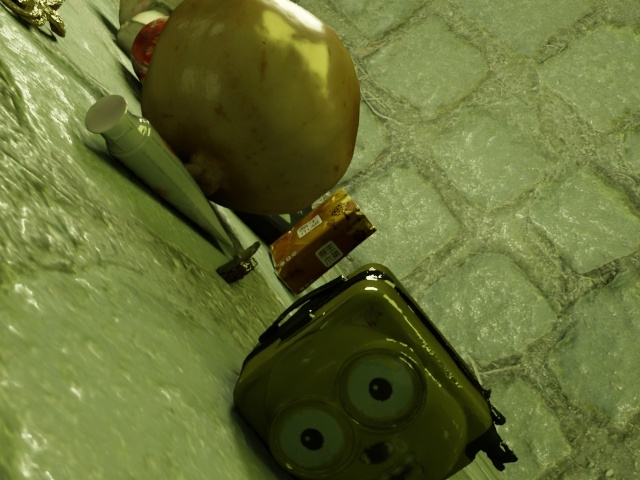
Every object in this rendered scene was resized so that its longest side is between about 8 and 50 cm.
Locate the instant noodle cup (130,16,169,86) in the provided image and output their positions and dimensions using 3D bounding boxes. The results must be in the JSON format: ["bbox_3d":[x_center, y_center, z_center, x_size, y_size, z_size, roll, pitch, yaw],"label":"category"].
[{"bbox_3d":[-0.334,-0.421,1.493,0.192,0.250,0.250,42,-5,47],"label":"instant noodle cup"}]

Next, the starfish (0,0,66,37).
[{"bbox_3d":[-0.448,-0.377,0.948,0.150,0.053,0.210,47,4,17],"label":"starfish"}]

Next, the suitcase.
[{"bbox_3d":[0.047,0.157,0.598,0.234,0.194,0.143,50,13,-6],"label":"suitcase"}]

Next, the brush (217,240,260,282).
[{"bbox_3d":[-0.121,0.033,0.998,0.036,0.043,0.248,58,2,-3],"label":"brush"}]

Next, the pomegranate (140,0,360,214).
[{"bbox_3d":[-0.126,-0.223,1.099,0.411,0.412,0.411,51,3,-4],"label":"pomegranate"}]

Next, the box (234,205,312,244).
[{"bbox_3d":[-0.130,-0.121,1.585,0.359,0.091,0.350,42,22,-38],"label":"box"}]

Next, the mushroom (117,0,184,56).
[{"bbox_3d":[-0.426,-0.632,1.832,0.325,0.353,0.353,28,18,-39],"label":"mushroom"}]

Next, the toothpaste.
[{"bbox_3d":[-0.212,-0.085,0.894,0.100,0.066,0.323,48,-4,33],"label":"toothpaste"}]

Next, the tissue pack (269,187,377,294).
[{"bbox_3d":[0.000,0.000,1.359,0.092,0.226,0.183,51,4,-19],"label":"tissue pack"}]
